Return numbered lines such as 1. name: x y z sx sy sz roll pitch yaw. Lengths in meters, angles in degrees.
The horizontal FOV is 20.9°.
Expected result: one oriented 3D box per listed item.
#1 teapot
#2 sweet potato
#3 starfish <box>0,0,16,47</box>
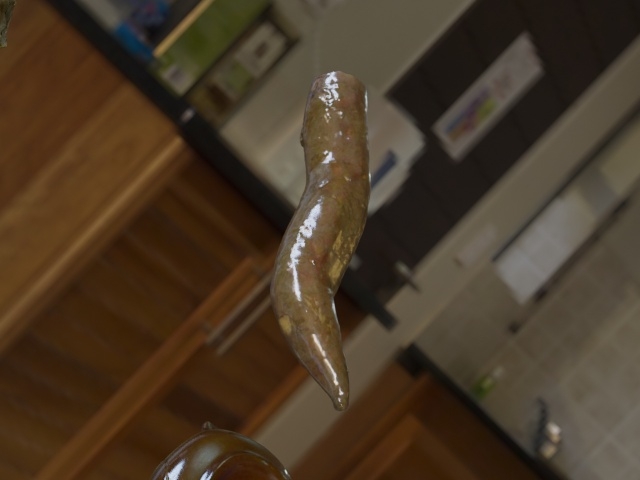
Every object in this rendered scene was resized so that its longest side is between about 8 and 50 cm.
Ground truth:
1. teapot: -0.060 0.159 0.951 0.098 0.129 0.078 27 -33 -28
2. sweet potato: 0.000 0.000 1.329 0.067 0.281 0.059 30 -37 -29
3. starfish: -0.198 -0.130 0.775 0.132 0.384 0.398 11 -25 20
